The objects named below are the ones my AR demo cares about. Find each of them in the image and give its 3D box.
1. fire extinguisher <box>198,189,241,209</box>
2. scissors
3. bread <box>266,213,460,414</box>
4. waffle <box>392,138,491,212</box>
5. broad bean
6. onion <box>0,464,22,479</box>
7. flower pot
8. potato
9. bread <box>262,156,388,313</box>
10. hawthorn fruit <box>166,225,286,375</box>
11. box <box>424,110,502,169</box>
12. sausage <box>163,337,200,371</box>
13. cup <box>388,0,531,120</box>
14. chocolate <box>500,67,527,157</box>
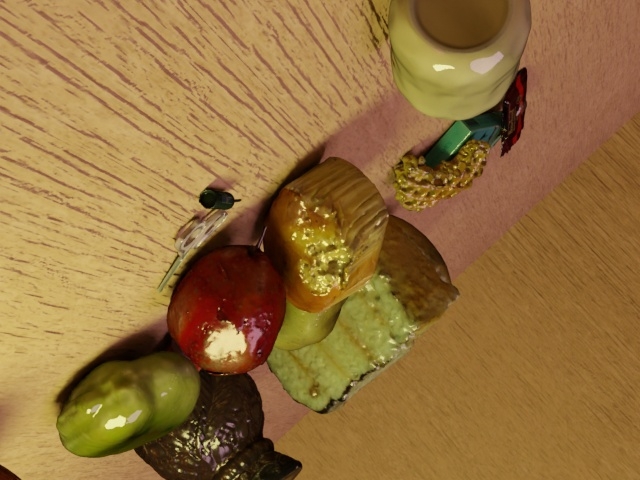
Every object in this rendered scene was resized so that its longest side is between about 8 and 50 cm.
[{"bbox_3d":[-0.136,-0.053,1.732,0.038,0.025,0.083,-6,178,19],"label":"fire extinguisher"},{"bbox_3d":[-0.192,0.021,1.827,0.100,0.015,0.189,-32,165,-46],"label":"scissors"},{"bbox_3d":[0.092,0.140,2.539,0.264,0.239,0.395,-27,163,-48],"label":"bread"},{"bbox_3d":[0.219,-0.119,2.349,0.194,0.051,0.149,-21,149,-15],"label":"waffle"},{"bbox_3d":[-0.299,0.258,2.033,0.238,0.119,0.291,-33,166,-3],"label":"broad bean"},{"bbox_3d":[-0.505,0.450,1.719,0.354,0.353,0.353,-39,167,-11],"label":"onion"},{"bbox_3d":[-0.190,0.398,2.491,0.267,0.267,0.266,-39,166,-11],"label":"flower pot"},{"bbox_3d":[-0.026,0.089,2.263,0.248,0.144,0.169,115,-12,-49],"label":"potato"},{"bbox_3d":[0.000,0.000,1.959,0.133,0.179,0.250,-29,162,-30],"label":"bread"},{"bbox_3d":[-0.130,0.078,1.906,0.181,0.181,0.235,-20,133,-59],"label":"hawthorn fruit"},{"bbox_3d":[0.267,-0.172,2.473,0.162,0.041,0.229,-49,165,27],"label":"box"},{"bbox_3d":[-0.201,0.162,2.122,0.074,0.074,0.274,-28,161,-46],"label":"sausage"},{"bbox_3d":[0.203,-0.283,1.638,0.255,0.173,0.202,-40,168,-6],"label":"cup"},{"bbox_3d":[0.366,-0.240,2.454,0.086,0.028,0.182,-46,153,-32],"label":"chocolate"}]
